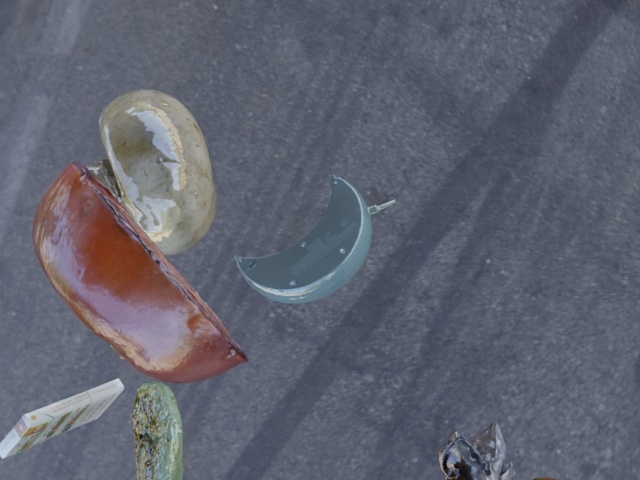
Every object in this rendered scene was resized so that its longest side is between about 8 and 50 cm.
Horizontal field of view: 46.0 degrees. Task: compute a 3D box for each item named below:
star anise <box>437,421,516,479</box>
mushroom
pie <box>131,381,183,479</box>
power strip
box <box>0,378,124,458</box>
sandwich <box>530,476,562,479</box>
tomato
[{"bbox_3d":[0.238,0.381,1.131,0.093,0.236,0.229,-14,52,50],"label":"star anise"},{"bbox_3d":[-0.260,-0.111,1.117,0.195,0.189,0.253,-15,69,-15],"label":"mushroom"},{"bbox_3d":[-0.272,0.350,1.254,0.240,0.054,0.240,180,90,-66],"label":"pie"},{"bbox_3d":[0.000,0.000,0.974,0.216,0.044,0.137,-38,52,-4],"label":"power strip"},{"bbox_3d":[-0.483,0.331,1.416,0.122,0.220,0.032,-45,73,29],"label":"box"},{"bbox_3d":[0.270,0.364,0.932,0.245,0.212,0.063,-26,79,68],"label":"sandwich"},{"bbox_3d":[-0.153,0.043,0.619,0.085,0.225,0.225,-41,67,-11],"label":"tomato"}]
